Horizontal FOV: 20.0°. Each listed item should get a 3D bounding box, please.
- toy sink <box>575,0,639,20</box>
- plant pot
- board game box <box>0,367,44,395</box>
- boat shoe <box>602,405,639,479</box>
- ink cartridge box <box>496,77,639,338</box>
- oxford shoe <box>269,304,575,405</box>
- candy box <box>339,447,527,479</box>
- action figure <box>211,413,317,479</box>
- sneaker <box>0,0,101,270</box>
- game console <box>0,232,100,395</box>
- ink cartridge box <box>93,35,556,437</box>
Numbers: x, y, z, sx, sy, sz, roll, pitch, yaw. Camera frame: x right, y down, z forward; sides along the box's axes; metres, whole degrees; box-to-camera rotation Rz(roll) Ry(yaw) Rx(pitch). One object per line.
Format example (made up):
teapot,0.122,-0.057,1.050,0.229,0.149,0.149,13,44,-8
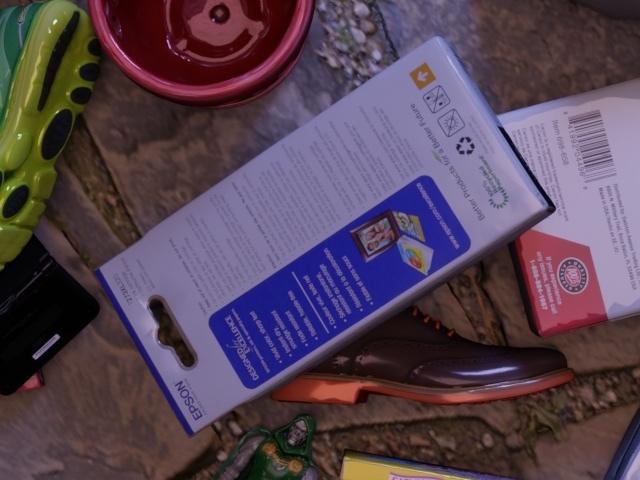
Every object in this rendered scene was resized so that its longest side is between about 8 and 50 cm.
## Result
toy sink,0.265,-0.280,1.582,0.131,0.234,0.153,21,89,-28
plant pot,-0.098,-0.209,1.583,0.191,0.174,0.191,0,90,2
board game box,-0.405,0.094,1.663,0.281,0.027,0.145,-13,88,1
boat shoe,0.278,0.266,1.603,0.094,0.109,0.302,29,88,0
ink cartridge box,0.296,-0.043,1.600,0.272,0.114,0.197,-14,88,3
oxford shoe,0.090,0.097,1.616,0.271,0.097,0.098,0,85,2
candy box,0.120,0.215,1.607,0.205,0.105,0.027,10,90,1
action figure,-0.072,0.255,1.638,0.137,0.063,0.232,31,87,5
sneaker,-0.299,-0.082,1.621,0.123,0.109,0.296,15,72,39
game console,-0.280,0.058,1.641,0.122,0.071,0.107,-43,119,0
ink cartridge box,0.000,0.000,1.560,0.371,0.069,0.176,-33,80,11
